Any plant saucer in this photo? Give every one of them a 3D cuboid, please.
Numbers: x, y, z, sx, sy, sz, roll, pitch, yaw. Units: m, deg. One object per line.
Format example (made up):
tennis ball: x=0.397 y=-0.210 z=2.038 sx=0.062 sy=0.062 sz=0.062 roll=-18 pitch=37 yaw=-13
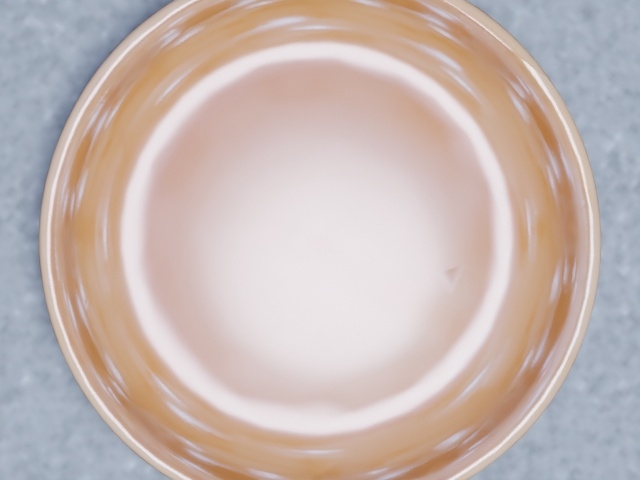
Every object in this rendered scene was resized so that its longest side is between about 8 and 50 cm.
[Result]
plant saucer: x=0.000 y=0.000 z=0.583 sx=0.200 sy=0.037 sz=0.200 roll=0 pitch=91 yaw=-4
